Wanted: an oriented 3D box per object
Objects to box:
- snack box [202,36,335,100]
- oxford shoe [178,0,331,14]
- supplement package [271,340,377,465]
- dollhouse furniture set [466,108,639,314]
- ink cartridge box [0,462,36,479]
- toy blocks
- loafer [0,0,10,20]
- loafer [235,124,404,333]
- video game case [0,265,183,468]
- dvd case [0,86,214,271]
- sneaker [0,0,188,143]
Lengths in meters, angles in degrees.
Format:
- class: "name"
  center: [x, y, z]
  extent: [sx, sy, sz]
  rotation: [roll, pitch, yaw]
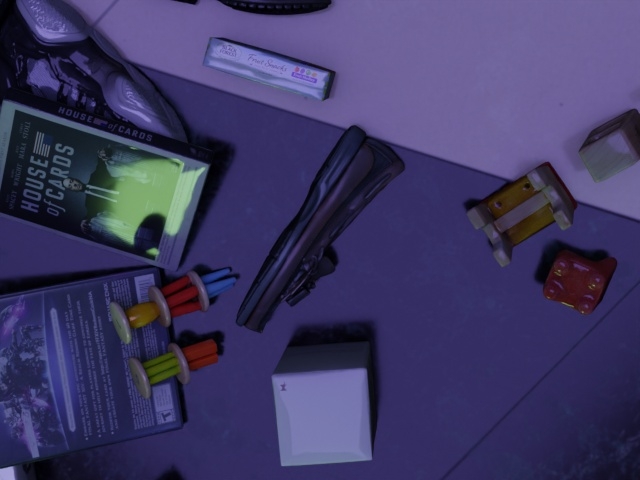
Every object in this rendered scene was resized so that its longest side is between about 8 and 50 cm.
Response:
- class: "snack box"
  center: [-0.056, -0.195, 1.799]
  extent: [0.141, 0.100, 0.037]
  rotation: [17, 97, 2]
- class: "oxford shoe"
  center: [-0.095, -0.308, 1.801]
  extent: [0.227, 0.083, 0.096]
  rotation: [11, 92, 1]
- class: "supplement package"
  center: [0.007, 0.181, 1.793]
  extent: [0.105, 0.179, 0.105]
  rotation: [-4, 95, 4]
- class: "dollhouse furniture set"
  center: [0.381, -0.057, 1.784]
  extent: [0.374, 0.152, 0.201]
  rotation: [-32, 94, 23]
- class: "ink cartridge box"
  center: [-0.425, 0.254, 1.873]
  extent: [0.158, 0.092, 0.218]
  rotation: [-7, 93, 4]
- class: "toy blocks"
  center: [-0.157, 0.102, 1.846]
  extent: [0.148, 0.054, 0.123]
  rotation: [-21, 99, -20]
- class: "loafer"
  center: [-0.447, -0.233, 1.830]
  extent: [0.223, 0.078, 0.076]
  rotation: [-39, 93, 6]
- class: "loafer"
  center: [0.000, 0.000, 1.822]
  extent: [0.084, 0.096, 0.267]
  rotation: [31, 95, -6]
- class: "video game case"
  center: [-0.303, 0.149, 1.829]
  extent: [0.274, 0.026, 0.196]
  rotation: [-10, 96, -21]
- class: "dvd case"
  center: [-0.255, -0.066, 1.802]
  extent: [0.238, 0.030, 0.179]
  rotation: [17, 133, -5]
- class: "sneaker"
  center: [-0.281, -0.151, 1.824]
  extent: [0.268, 0.101, 0.153]
  rotation: [45, 102, -1]
